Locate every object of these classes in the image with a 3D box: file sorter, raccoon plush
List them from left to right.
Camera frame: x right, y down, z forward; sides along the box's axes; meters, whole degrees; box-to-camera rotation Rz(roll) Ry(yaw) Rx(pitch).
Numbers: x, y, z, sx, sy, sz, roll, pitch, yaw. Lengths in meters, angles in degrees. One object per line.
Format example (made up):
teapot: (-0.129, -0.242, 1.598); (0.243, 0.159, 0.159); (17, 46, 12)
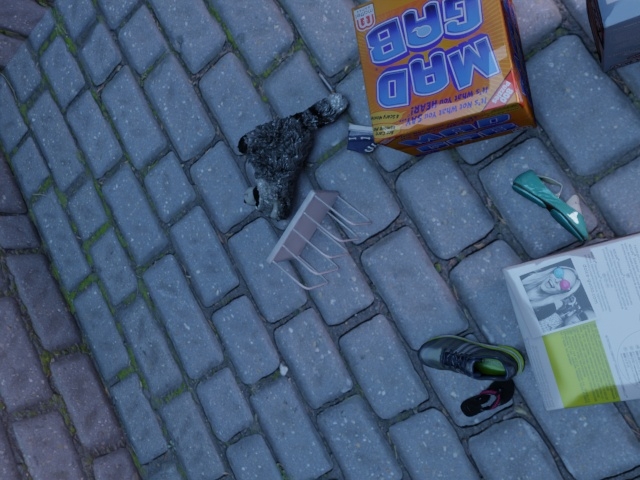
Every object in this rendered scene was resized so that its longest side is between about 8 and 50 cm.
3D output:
raccoon plush: (-0.074, -0.253, 1.772); (0.446, 0.216, 0.299); (-26, 87, 26)
file sorter: (0.000, 0.000, 1.738); (0.173, 0.193, 0.277); (40, 109, 18)

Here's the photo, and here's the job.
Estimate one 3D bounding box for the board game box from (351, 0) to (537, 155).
board game box: (0.340, -0.453, 1.445); (0.356, 0.356, 0.356); (-11, 86, 28)

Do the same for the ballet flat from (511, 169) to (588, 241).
ballet flat: (0.635, -0.105, 1.456); (0.247, 0.083, 0.087); (44, 96, 18)

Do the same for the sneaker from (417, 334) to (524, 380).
sneaker: (0.420, 0.340, 1.558); (0.300, 0.121, 0.111); (-1, 91, 28)

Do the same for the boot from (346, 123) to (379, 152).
boot: (0.170, -0.314, 1.711); (0.190, 0.069, 0.086); (15, 106, 35)

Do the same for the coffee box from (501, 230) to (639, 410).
coffee box: (0.673, 0.176, 1.295); (0.334, 0.338, 0.338); (-19, 82, 28)

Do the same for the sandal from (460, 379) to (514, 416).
sandal: (0.484, 0.463, 1.574); (0.179, 0.040, 0.067); (-40, 73, 23)

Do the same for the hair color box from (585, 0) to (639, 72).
hair color box: (0.684, -0.533, 1.245); (0.114, 0.374, 0.185); (-14, 85, 27)
